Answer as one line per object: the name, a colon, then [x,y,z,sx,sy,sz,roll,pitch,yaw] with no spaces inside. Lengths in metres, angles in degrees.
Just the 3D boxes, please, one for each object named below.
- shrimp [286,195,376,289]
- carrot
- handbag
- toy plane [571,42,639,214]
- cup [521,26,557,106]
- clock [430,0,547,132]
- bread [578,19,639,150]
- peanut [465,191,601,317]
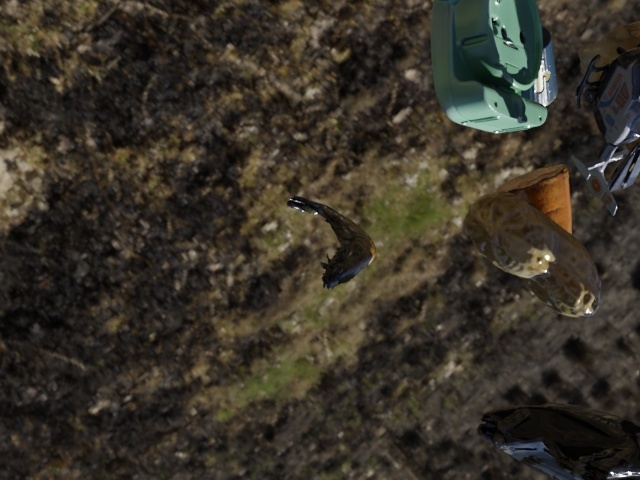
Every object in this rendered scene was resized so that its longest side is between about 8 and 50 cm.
shrimp: [0.000,0.000,1.661,0.051,0.198,0.262,-56,175,30]
carrot: [0.493,-0.039,1.953,0.159,0.225,0.159,-19,-175,2]
handbag: [0.447,0.368,1.561,0.288,0.342,0.152,17,90,-49]
toy plane: [0.264,-0.104,0.786,0.053,0.078,0.197,-19,149,-16]
cup: [0.444,-0.383,1.992,0.176,0.131,0.155,-22,138,-6]
clock: [0.164,-0.202,0.862,0.148,0.060,0.189,-2,87,-52]
bread: [0.574,-0.156,1.073,0.390,0.371,0.279,-30,149,14]
peanut: [0.418,0.029,1.711,0.140,0.325,0.153,-47,-174,19]
